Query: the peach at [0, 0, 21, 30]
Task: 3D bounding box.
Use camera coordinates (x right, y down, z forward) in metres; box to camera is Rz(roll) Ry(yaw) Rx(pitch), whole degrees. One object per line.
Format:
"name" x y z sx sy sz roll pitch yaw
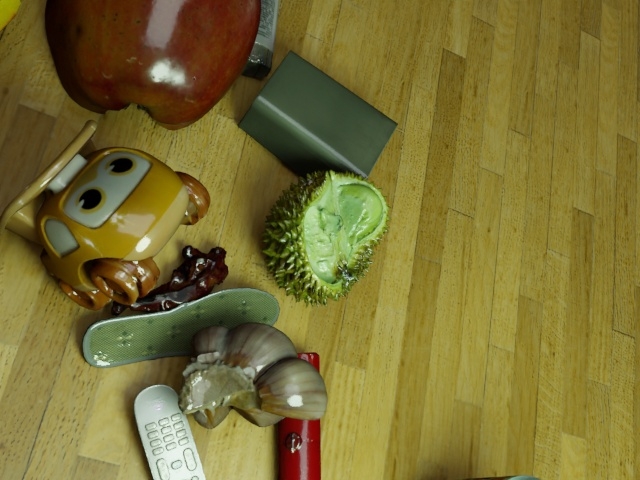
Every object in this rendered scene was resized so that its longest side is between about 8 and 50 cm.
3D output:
"peach" -0.595 -0.434 1.143 0.380 0.242 0.306 -34 68 -19

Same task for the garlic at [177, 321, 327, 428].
"garlic" -0.098 0.199 1.183 0.214 0.191 0.160 -10 76 9

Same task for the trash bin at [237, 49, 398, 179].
"trash bin" -0.005 -0.208 1.431 0.240 0.122 0.164 36 59 -8

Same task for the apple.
"apple" -0.281 -0.372 1.330 0.295 0.328 0.365 39 54 -58

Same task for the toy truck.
"toy truck" -0.317 -0.032 1.128 0.211 0.288 0.204 45 57 -20

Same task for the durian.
"durian" 0.001 -0.002 1.325 0.200 0.176 0.237 34 55 -8

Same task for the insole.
"insole" -0.209 0.138 1.234 0.322 0.007 0.109 -8 107 -27

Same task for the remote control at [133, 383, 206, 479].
"remote control" -0.221 0.327 1.171 0.073 0.044 0.229 -17 89 -27

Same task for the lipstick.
"lipstick" -0.033 0.317 1.252 0.073 0.073 0.280 8 68 -25

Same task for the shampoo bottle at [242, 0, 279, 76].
"shampoo bottle" -0.124 -0.419 1.481 0.086 0.056 0.227 11 67 -19

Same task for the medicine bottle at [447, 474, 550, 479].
"medicine bottle" 0.254 0.444 1.206 0.158 0.318 0.158 9 69 -25

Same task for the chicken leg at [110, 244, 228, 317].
"chicken leg" -0.228 0.074 1.253 0.219 0.048 0.089 -39 89 -32
